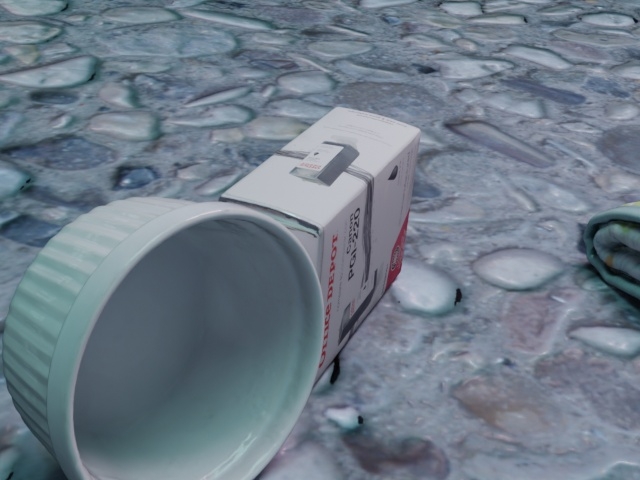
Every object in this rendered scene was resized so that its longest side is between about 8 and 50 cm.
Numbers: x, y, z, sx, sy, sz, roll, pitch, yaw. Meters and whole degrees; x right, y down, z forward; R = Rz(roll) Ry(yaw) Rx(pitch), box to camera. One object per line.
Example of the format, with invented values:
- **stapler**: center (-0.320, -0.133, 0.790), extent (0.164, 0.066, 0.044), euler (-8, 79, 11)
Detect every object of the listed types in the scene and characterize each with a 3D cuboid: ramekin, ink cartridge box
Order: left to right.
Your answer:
- **ramekin**: center (-0.106, 0.067, 0.608), extent (0.109, 0.207, 0.207), euler (20, 32, 41)
- **ink cartridge box**: center (0.000, 0.000, 0.776), extent (0.092, 0.158, 0.218), euler (17, 32, 21)

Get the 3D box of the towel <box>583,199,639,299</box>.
- **towel**: center (0.472, 0.019, 0.811), extent (0.321, 0.090, 0.374), euler (-9, 20, -20)
